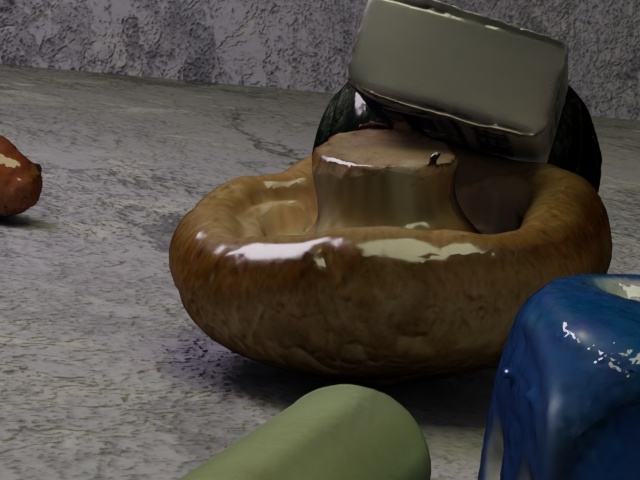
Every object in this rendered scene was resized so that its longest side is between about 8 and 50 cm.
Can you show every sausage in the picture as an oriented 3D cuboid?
[{"bbox_3d":[-0.352,-0.079,1.553,0.326,0.079,0.087,16,-13,46],"label":"sausage"}]

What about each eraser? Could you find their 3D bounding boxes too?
[{"bbox_3d":[0.091,-0.096,1.150,0.124,0.068,0.210,15,-1,9],"label":"eraser"}]

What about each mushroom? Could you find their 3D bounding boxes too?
[{"bbox_3d":[0.042,0.005,1.093,0.278,0.146,0.278,-4,18,1],"label":"mushroom"}]

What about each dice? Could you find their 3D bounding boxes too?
[{"bbox_3d":[0.133,0.094,0.645,0.146,0.143,0.146,7,13,-6],"label":"dice"}]

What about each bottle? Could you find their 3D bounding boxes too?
[{"bbox_3d":[-0.017,0.107,0.673,0.072,0.072,0.201,9,10,16],"label":"bottle"}]

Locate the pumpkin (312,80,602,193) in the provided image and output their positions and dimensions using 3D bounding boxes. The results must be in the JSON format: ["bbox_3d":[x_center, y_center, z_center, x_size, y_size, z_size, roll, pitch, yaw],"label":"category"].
[{"bbox_3d":[0.102,-0.055,1.360,0.220,0.162,0.220,-3,-24,-1],"label":"pumpkin"}]
